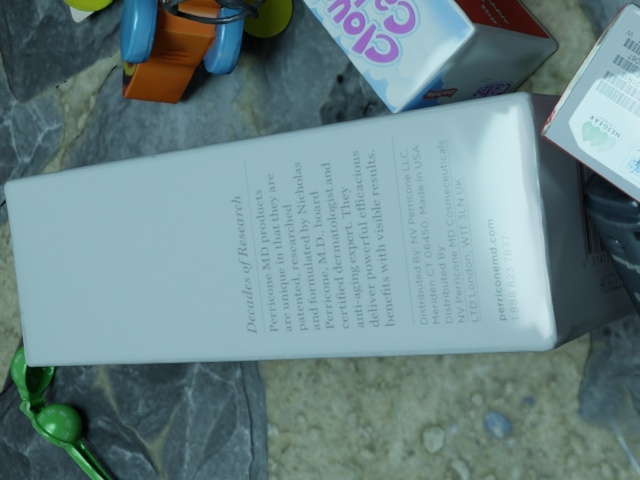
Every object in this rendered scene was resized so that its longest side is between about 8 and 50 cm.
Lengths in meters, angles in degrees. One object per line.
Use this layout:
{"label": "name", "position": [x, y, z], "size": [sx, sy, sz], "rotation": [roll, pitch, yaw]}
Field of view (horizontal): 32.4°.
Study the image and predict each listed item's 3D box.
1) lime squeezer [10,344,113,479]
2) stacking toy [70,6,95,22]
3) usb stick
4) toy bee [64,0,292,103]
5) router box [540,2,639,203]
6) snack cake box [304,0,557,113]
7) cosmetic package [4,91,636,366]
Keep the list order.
{"label": "lime squeezer", "position": [-0.259, 0.159, 1.145], "size": [0.110, 0.059, 0.310], "rotation": [-18, 81, 2]}
{"label": "stacking toy", "position": [-0.175, -0.378, 1.043], "size": [0.309, 0.130, 0.279], "rotation": [-11, 113, 35]}
{"label": "usb stick", "position": [0.248, 0.070, 0.720], "size": [0.045, 0.077, 0.278], "rotation": [-33, 115, -1]}
{"label": "toy bee", "position": [-0.102, -0.222, 0.933], "size": [0.298, 0.195, 0.162], "rotation": [-7, 77, 49]}
{"label": "router box", "position": [0.325, 0.003, 0.606], "size": [0.335, 0.301, 0.082], "rotation": [40, 112, 25]}
{"label": "snack cake box", "position": [0.046, -0.219, 0.856], "size": [0.089, 0.152, 0.264], "rotation": [-46, 69, 26]}
{"label": "cosmetic package", "position": [0.000, 0.000, 0.855], "size": [0.453, 0.230, 0.161], "rotation": [-5, 91, 33]}
